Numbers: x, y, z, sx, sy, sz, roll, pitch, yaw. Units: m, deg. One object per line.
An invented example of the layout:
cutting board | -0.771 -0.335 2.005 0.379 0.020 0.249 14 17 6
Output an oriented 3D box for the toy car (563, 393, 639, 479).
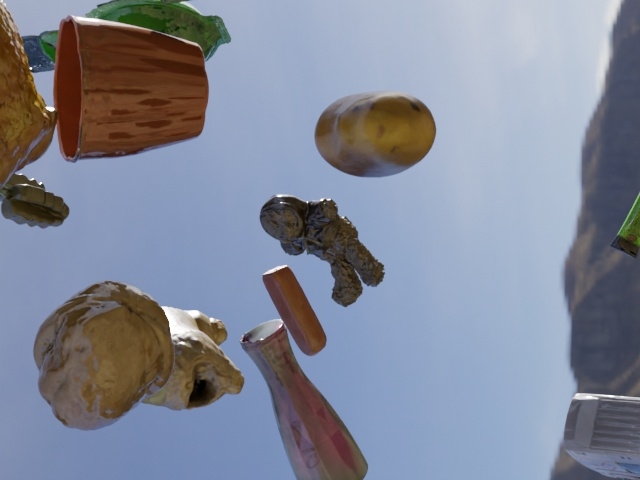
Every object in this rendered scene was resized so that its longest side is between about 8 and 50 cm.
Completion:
toy car | 0.351 0.201 1.204 0.108 0.209 0.089 28 -109 -34

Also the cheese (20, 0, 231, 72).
cheese | -0.290 -0.287 1.720 0.204 0.320 0.083 64 -156 -66

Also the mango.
mango | 0.058 -0.110 1.204 0.178 0.115 0.090 172 95 -75

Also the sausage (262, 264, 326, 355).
sausage | -0.033 0.095 1.597 0.039 0.041 0.131 -35 -81 -48

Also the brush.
brush | -0.503 -0.080 1.856 0.071 0.084 0.301 -54 -24 3

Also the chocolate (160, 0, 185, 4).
chocolate | -0.092 -0.459 1.592 0.137 0.289 0.301 68 -156 -46

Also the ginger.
ginger | -0.228 0.182 1.920 0.221 0.275 0.130 -11 -64 -49

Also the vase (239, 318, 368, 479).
vase | -0.024 0.197 1.408 0.214 0.086 0.086 64 -153 -13

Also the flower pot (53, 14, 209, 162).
flower pot | -0.241 -0.193 1.521 0.190 0.173 0.190 176 90 -68

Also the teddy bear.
teddy bear | 0.005 -0.005 1.393 0.160 0.119 0.078 39 -127 -10

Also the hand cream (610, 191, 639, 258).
hand cream | 0.384 -0.040 1.411 0.122 0.036 0.023 -65 11 -2

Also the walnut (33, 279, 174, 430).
walnut | -0.230 0.121 1.273 0.166 0.149 0.166 -160 90 -77

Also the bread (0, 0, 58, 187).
bread | -0.494 -0.129 1.276 0.398 0.398 0.215 -37 -61 -65
